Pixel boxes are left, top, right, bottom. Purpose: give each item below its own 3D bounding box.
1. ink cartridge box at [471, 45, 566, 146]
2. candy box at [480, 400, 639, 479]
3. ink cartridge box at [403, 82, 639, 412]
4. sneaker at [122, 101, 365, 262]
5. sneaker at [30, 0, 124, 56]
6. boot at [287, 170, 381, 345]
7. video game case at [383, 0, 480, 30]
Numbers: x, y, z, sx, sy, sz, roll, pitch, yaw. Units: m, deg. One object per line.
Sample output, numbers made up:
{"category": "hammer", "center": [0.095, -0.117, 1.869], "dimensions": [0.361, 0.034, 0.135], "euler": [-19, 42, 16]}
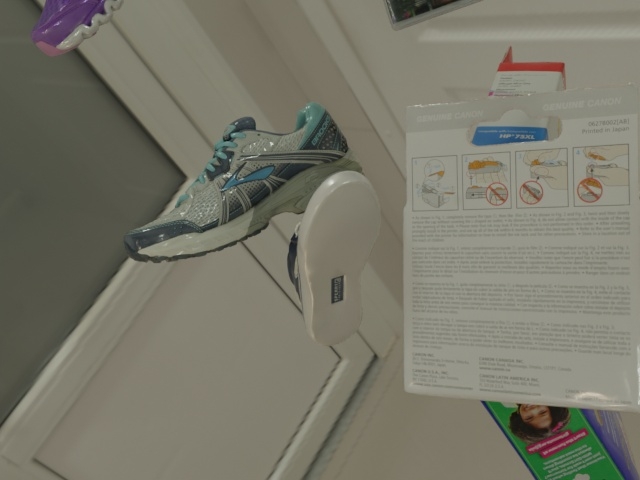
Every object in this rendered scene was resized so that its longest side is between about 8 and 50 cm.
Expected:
{"category": "ink cartridge box", "center": [0.234, -0.113, 0.952], "dimensions": [0.078, 0.134, 0.231], "euler": [4, 43, 23]}
{"category": "candy box", "center": [0.347, 0.238, 1.240], "dimensions": [0.122, 0.317, 0.268], "euler": [-31, 19, 20]}
{"category": "ink cartridge box", "center": [0.151, 0.008, 0.619], "dimensions": [0.181, 0.056, 0.225], "euler": [-1, 88, 31]}
{"category": "sneaker", "center": [-0.095, -0.065, 0.923], "dimensions": [0.283, 0.122, 0.110], "euler": [-26, 8, -21]}
{"category": "sneaker", "center": [-0.213, -0.283, 0.764], "dimensions": [0.095, 0.104, 0.236], "euler": [11, 72, 51]}
{"category": "boot", "center": [0.000, 0.000, 0.707], "dimensions": [0.069, 0.190, 0.086], "euler": [-11, 46, -19]}
{"category": "video game case", "center": [0.124, -0.289, 0.692], "dimensions": [0.190, 0.173, 0.022], "euler": [-19, 15, 3]}
